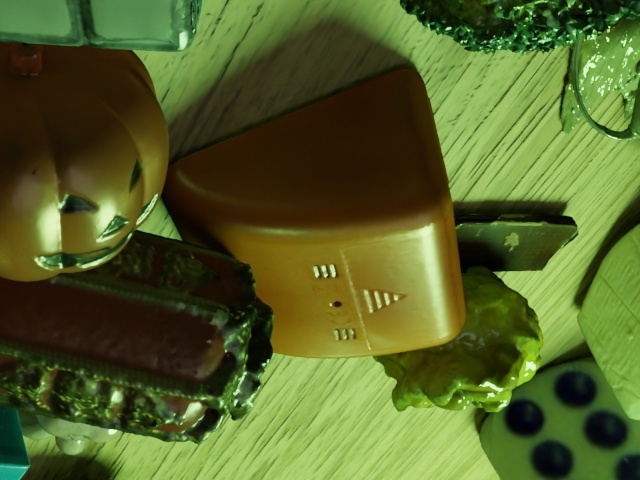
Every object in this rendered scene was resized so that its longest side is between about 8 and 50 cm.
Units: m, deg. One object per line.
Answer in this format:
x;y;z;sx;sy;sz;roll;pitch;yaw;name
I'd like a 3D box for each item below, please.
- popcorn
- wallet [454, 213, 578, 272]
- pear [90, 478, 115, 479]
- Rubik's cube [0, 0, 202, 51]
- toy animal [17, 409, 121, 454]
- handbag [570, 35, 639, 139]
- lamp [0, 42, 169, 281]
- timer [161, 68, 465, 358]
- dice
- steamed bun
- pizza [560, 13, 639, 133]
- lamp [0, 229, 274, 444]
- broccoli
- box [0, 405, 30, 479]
0.158;0.122;1.144;0.197;0.156;0.197;-17;163;-6;popcorn
0.201;0.003;1.147;0.176;0.026;0.095;0;141;-27;wallet
-0.294;0.388;1.203;0.238;0.164;0.255;-12;136;-2;pear
-0.160;-0.244;0.433;0.238;0.237;0.237;0;139;-2;Rubik's cube
-0.232;0.159;1.001;0.124;0.124;0.212;7;128;-35;toy animal
0.330;-0.197;0.884;0.219;0.079;0.256;3;118;-2;handbag
-0.196;-0.072;0.699;0.187;0.188;0.164;-10;141;-21;lamp
0.000;0.000;0.966;0.249;0.161;0.257;-11;143;5;timer
0.396;0.329;1.450;0.243;0.259;0.251;-34;141;6;dice
0.438;0.091;1.245;0.154;0.200;0.250;-9;142;-23;steamed bun
0.301;-0.199;0.964;0.181;0.034;0.262;-3;136;-29;pizza
-0.177;0.066;0.837;0.273;0.177;0.177;15;131;-9;lamp
0.151;-0.239;0.768;0.219;0.194;0.194;-12;147;20;broccoli
-0.368;0.154;0.896;0.194;0.139;0.073;18;123;-43;box
